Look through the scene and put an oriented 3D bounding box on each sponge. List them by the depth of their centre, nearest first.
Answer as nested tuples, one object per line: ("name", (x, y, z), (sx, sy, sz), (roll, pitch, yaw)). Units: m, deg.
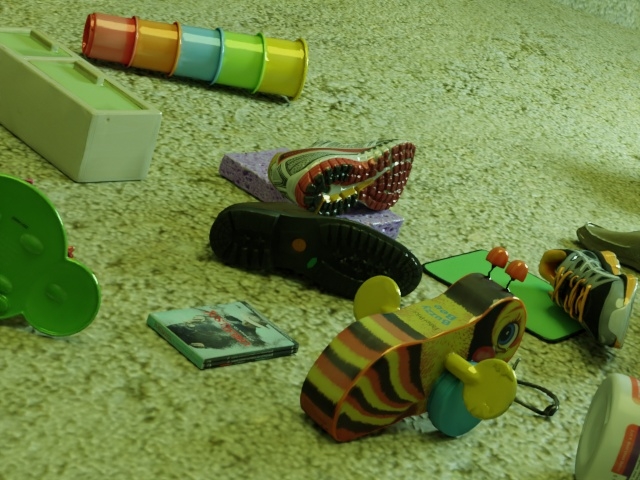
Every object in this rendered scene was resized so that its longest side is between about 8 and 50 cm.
("sponge", (-0.013, -0.054, 1.717), (0.210, 0.031, 0.117), (33, 26, 34))

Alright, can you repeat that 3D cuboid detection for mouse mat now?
("mouse mat", (0.226, 0.061, 1.654), (0.189, 0.007, 0.152), (32, 25, 30))

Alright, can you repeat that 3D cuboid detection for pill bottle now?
("pill bottle", (0.332, 0.195, 1.262), (0.193, 0.108, 0.108), (18, 21, 0))

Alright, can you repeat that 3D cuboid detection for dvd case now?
("dvd case", (-0.090, 0.086, 1.332), (0.119, 0.013, 0.087), (-3, 29, -45))

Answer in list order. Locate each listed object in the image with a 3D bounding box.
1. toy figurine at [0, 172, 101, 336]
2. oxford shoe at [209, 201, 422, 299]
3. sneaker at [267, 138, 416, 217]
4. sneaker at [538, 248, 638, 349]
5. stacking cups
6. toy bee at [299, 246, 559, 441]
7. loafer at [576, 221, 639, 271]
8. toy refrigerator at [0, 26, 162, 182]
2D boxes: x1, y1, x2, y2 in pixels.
("toy figurine", (-0.270, 0.000, 1.298), (0.173, 0.130, 0.159), (36, 8, -12))
("oxford shoe", (0.000, 0.000, 1.526), (0.227, 0.083, 0.096), (18, 17, -2))
("sneaker", (0.030, -0.087, 1.666), (0.092, 0.088, 0.225), (30, 23, 33))
("sneaker", (0.298, 0.061, 1.602), (0.083, 0.084, 0.215), (13, 12, -4))
("stacking cups", (-0.178, -0.262, 2.041), (0.316, 0.096, 0.096), (5, 24, -20))
("toy bee", (0.115, 0.082, 1.303), (0.195, 0.162, 0.298), (25, 22, 23))
("loafer", (0.407, 0.006, 1.871), (0.148, 0.050, 0.056), (24, 22, 16))
("toy refrigerator", (-0.309, -0.168, 1.679), (0.102, 0.094, 0.269), (-5, 30, -44))
